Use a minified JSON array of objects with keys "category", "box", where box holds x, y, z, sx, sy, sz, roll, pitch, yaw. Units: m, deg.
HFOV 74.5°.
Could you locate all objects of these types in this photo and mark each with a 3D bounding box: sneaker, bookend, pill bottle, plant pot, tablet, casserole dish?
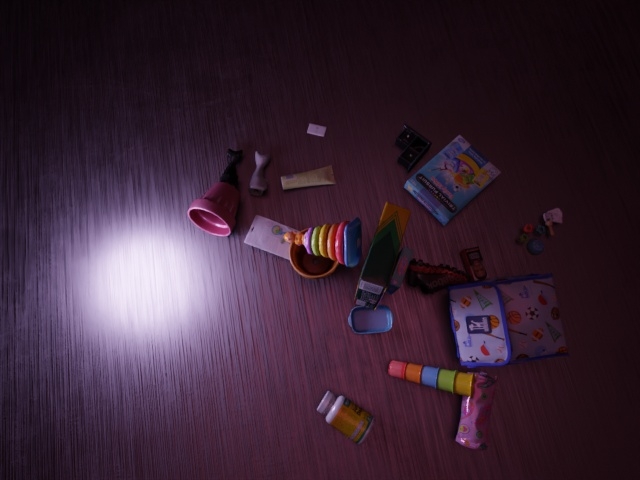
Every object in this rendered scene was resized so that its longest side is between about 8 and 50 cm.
[{"category":"sneaker","box":[0.488,0.163,1.756,0.277,0.097,0.134,10,97,-10]},{"category":"bookend","box":[0.395,-0.422,1.922,0.157,0.072,0.156,40,80,11]},{"category":"pill bottle","box":[0.095,0.674,1.615,0.209,0.117,0.117,32,78,10]},{"category":"plant pot","box":[-0.019,0.068,1.740,0.205,0.188,0.204,0,75,2]},{"category":"tablet","box":[-0.017,-0.524,1.990,0.084,0.006,0.054,15,76,4]},{"category":"casserole dish","box":[0.210,0.327,1.746,0.189,0.037,0.114,-5,75,0]},{"category":"plant pot","box":[-0.439,-0.145,1.813,0.202,0.201,0.180,19,61,6]}]

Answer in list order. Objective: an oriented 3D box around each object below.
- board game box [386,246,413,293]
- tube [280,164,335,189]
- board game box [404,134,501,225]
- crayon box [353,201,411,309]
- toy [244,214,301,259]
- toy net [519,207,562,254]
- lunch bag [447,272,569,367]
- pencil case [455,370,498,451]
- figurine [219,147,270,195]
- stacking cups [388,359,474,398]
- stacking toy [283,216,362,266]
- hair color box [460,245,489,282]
[{"category":"board game box","box":[0.312,0.126,1.708,0.047,0.210,0.160,22,78,7]},{"category":"tube","box":[-0.057,-0.278,1.904,0.241,0.062,0.069,-12,119,-7]},{"category":"board game box","box":[0.587,-0.271,1.875,0.336,0.079,0.253,-41,78,-9]},{"category":"crayon box","box":[0.231,0.074,1.627,0.106,0.363,0.312,18,69,7]},{"category":"toy","box":[-0.194,-0.005,1.832,0.238,0.056,0.136,20,73,1]},{"category":"toy net","box":[0.959,-0.054,1.832,0.122,0.045,0.232,36,77,12]},{"category":"lunch bag","box":[0.707,0.307,1.636,0.386,0.239,0.327,-7,82,3]},{"category":"pencil case","box":[0.601,0.647,1.611,0.124,0.124,0.283,15,76,5]},{"category":"figurine","box":[-0.336,-0.318,1.905,0.215,0.092,0.209,5,71,2]},{"category":"stacking cups","box":[0.420,0.529,1.614,0.317,0.096,0.095,3,74,25]},{"category":"stacking toy","box":[0.000,0.000,1.594,0.302,0.175,0.165,4,107,19]},{"category":"hair color box","box":[0.655,0.102,1.790,0.072,0.043,0.141,-12,76,-11]}]
